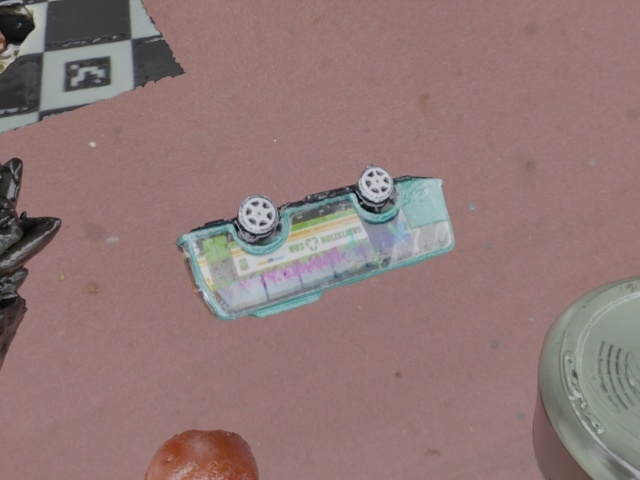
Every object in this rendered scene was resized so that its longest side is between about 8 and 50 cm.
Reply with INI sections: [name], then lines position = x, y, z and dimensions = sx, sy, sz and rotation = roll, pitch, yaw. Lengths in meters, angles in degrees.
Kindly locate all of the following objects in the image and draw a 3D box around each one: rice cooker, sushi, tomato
[rice cooker]
position = 0.446, 0.237, 0.698
dimensions = 0.335, 0.335, 0.325
rotation = -24, 137, 0
[sushi]
position = -0.314, -0.160, 0.443
dimensions = 0.320, 0.068, 0.339
rotation = -25, 61, -15
[tomato]
position = -0.215, 0.453, 0.977
dimensions = 0.208, 0.184, 0.208
rotation = -4, 142, -3

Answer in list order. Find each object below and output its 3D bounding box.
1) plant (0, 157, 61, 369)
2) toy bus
[plant]
position = -0.396, 0.060, 0.539
dimensions = 0.194, 0.181, 0.320
rotation = 17, 107, -8
[toy bus]
position = 0.000, 0.000, 0.516
dimensions = 0.262, 0.091, 0.109
rotation = -16, 87, -18
